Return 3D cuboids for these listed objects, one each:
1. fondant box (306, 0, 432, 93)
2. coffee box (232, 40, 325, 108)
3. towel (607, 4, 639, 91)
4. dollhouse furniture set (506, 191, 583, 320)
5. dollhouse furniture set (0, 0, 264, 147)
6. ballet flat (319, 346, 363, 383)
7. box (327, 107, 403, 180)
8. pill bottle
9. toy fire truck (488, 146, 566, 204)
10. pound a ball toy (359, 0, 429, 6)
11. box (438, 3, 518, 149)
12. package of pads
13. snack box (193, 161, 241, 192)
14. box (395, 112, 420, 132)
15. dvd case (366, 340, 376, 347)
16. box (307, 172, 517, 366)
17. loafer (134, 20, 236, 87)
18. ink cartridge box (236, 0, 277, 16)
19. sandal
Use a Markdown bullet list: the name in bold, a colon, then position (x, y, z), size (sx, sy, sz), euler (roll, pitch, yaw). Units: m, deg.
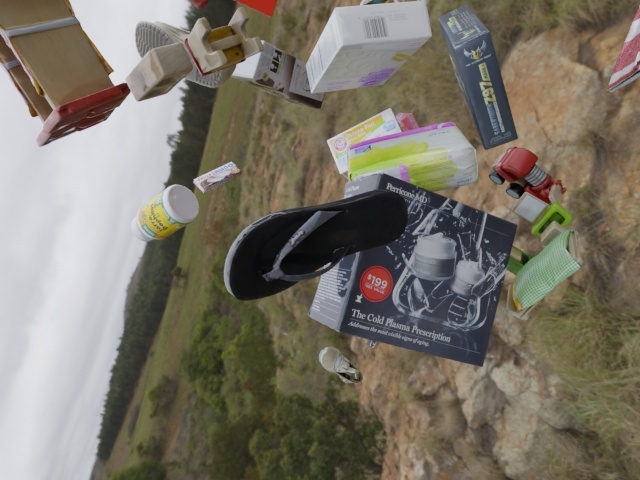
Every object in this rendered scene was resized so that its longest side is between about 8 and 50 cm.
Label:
- **fondant box**: position (0.114, -0.508, 1.233), size (0.330, 0.238, 0.096), euler (177, 82, -76)
- **coffee box**: position (-0.135, -0.543, 1.505), size (0.168, 0.297, 0.118), euler (26, 103, 43)
- **towel**: position (0.732, -0.516, 1.012), size (0.237, 0.037, 0.329), euler (-21, -52, -71)
- **dollhouse furniture set**: position (0.476, 0.018, 1.081), size (0.301, 0.151, 0.197), euler (-46, -14, -56)
- **dollhouse furniture set**: position (-0.302, -0.317, 0.709), size (0.374, 0.201, 0.152), euler (-37, 18, -36)
- **ballet flat**: position (0.055, 0.295, 1.080), size (0.052, 0.168, 0.057), euler (5, 62, 34)
- **box**: position (0.138, -0.269, 1.308), size (0.203, 0.103, 0.114), euler (-25, 78, 15)
- **pill bottle**: position (-0.466, -0.072, 1.352), size (0.208, 0.117, 0.117), euler (-24, 42, 33)
- **toy fire truck**: position (0.680, -0.190, 1.457), size (0.158, 0.217, 0.246), euler (-52, 8, -5)
- **pound a ball toy**: position (0.263, -0.849, 1.617), size (0.208, 0.135, 0.319), euler (-20, 21, 25)
- **box**: position (0.268, -0.289, 0.792), size (0.059, 0.183, 0.232), euler (-18, 32, 19)
- **package of pads**: position (0.214, -0.192, 1.123), size (0.229, 0.297, 0.101), euler (-85, -19, -60)
- **snack box**: position (-0.389, -0.242, 1.742), size (0.178, 0.064, 0.022), euler (-34, -24, -33)
- **box**: position (0.328, -0.341, 1.726), size (0.123, 0.257, 0.128), euler (-33, 20, -2)
- **dvd case**: position (0.193, 0.205, 1.319), size (0.221, 0.018, 0.164), euler (-60, -8, -8)
- **box**: position (0.194, 0.064, 0.972), size (0.179, 0.343, 0.312), euler (179, 107, -70)
- **loafer**: position (-0.302, -0.417, 1.033), size (0.092, 0.268, 0.102), euler (-40, -25, -53)
- **ink cartridge box**: position (-0.206, -0.628, 0.809), size (0.308, 0.385, 0.091), euler (-68, 26, 16)
- **sandal**: position (0.000, -0.001, 0.567), size (0.054, 0.254, 0.097), euler (40, 151, 61)
